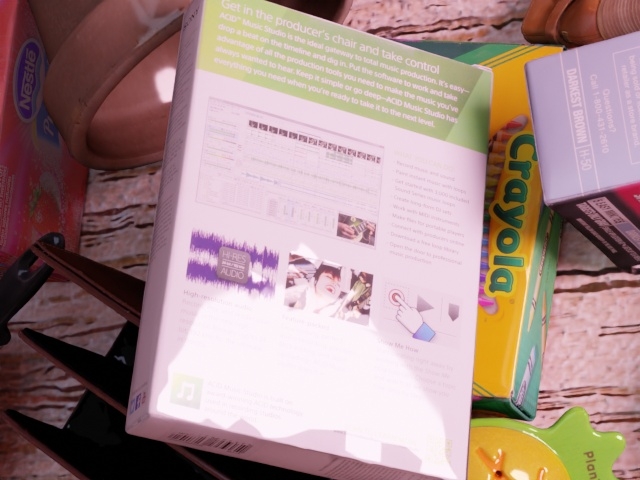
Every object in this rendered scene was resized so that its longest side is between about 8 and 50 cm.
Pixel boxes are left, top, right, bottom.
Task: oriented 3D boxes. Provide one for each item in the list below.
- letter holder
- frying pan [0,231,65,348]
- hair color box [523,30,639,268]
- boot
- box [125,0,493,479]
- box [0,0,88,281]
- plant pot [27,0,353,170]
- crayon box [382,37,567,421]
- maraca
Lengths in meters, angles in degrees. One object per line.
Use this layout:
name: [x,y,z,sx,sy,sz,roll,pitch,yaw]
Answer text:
letter holder: [-0.105,0.145,1.457,0.302,0.214,0.152,31,90,28]
frying pan: [-0.314,0.084,1.615,0.197,0.053,0.326,40,114,33]
hair color box: [0.351,-0.091,1.326,0.374,0.185,0.113,-14,70,21]
boot: [0.253,-0.213,1.469,0.197,0.073,0.152,-38,20,-28]
box: [0.000,0.000,1.328,0.058,0.232,0.322,144,138,-59]
box: [-0.290,-0.121,1.657,0.154,0.142,0.300,0,76,24]
plant pot: [-0.140,-0.220,1.524,0.263,0.263,0.229,-36,77,12]
crayon box: [0.096,-0.011,1.469,0.165,0.081,0.278,4,75,21]
maraca: [0.136,0.187,1.401,0.186,0.099,0.127,-15,101,6]
